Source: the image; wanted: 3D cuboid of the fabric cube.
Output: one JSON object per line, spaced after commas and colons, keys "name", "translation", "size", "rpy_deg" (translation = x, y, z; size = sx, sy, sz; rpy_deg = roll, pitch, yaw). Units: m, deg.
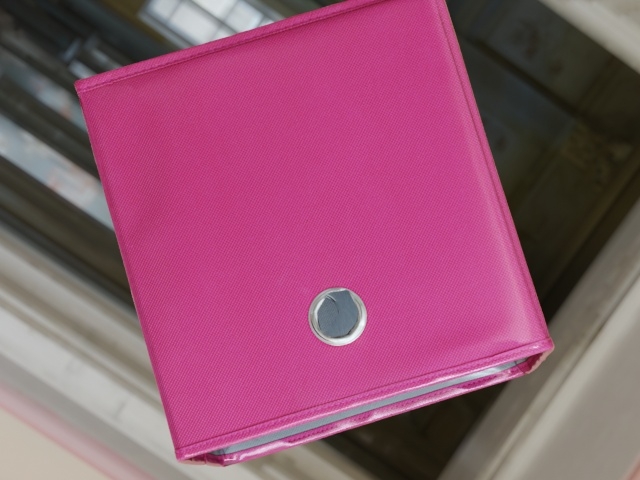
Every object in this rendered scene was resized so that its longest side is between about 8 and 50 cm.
{"name": "fabric cube", "translation": [0.000, 0.000, 1.158], "size": [0.254, 0.258, 0.259], "rpy_deg": [-16, 171, 1]}
